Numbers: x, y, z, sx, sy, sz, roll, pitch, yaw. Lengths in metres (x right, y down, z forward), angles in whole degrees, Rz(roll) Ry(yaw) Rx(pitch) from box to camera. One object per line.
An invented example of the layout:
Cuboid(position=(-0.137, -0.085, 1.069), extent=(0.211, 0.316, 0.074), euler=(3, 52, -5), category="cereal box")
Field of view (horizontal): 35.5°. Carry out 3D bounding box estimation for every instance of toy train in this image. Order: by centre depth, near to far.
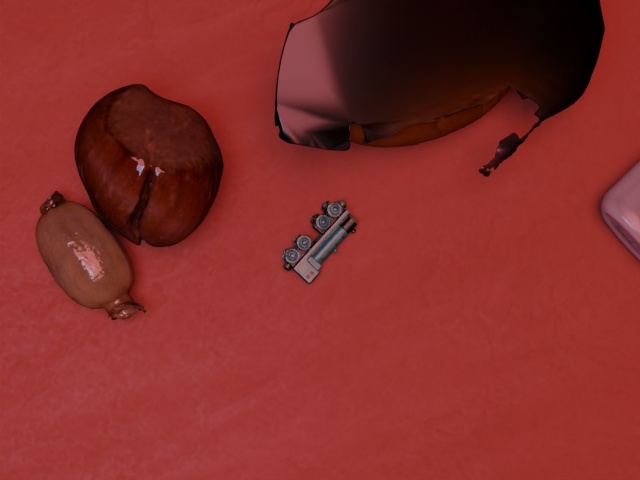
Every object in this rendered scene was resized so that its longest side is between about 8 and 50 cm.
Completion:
Cuboid(position=(0.000, 0.000, 1.015), extent=(0.045, 0.029, 0.092), euler=(43, 82, -7), category="toy train")

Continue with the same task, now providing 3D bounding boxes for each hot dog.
Cuboid(position=(0.108, -0.166, 1.002), extent=(0.325, 0.107, 0.194), euler=(3, 95, -13), category="hot dog")

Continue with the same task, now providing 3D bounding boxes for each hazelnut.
Cuboid(position=(-0.168, -0.070, 0.964), extent=(0.154, 0.143, 0.143), euler=(42, 84, 8), category="hazelnut")

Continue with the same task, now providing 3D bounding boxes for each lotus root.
Cuboid(position=(-0.229, 0.019, 0.978), extent=(0.073, 0.062, 0.150), euler=(-36, 87, -6), category="lotus root")

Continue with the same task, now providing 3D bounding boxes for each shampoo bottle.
Cuboid(position=(0.399, -0.072, 1.038), extent=(0.221, 0.051, 0.108), euler=(-42, 87, -6), category="shampoo bottle")
